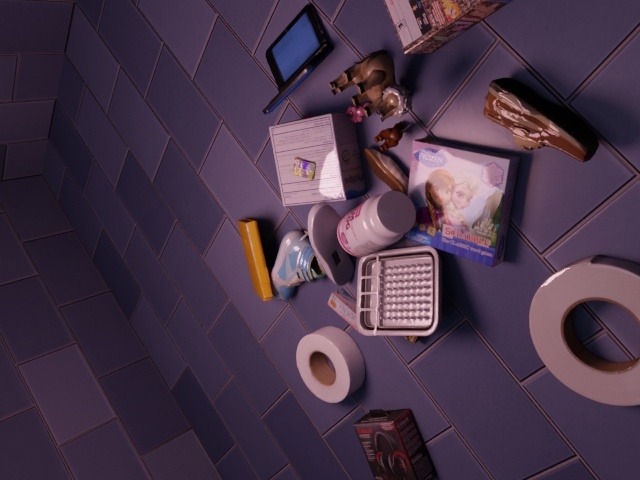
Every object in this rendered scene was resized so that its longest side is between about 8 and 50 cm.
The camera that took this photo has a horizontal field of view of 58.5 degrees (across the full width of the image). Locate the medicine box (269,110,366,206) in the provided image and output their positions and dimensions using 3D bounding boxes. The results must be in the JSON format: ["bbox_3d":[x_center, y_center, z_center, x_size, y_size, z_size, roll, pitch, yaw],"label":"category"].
[{"bbox_3d":[-0.009,-0.275,1.950,0.263,0.149,0.289,-3,103,35],"label":"medicine box"}]

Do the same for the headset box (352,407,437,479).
[{"bbox_3d":[0.263,0.753,2.098,0.218,0.110,0.293,-24,87,47],"label":"headset box"}]

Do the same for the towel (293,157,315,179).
[{"bbox_3d":[-0.056,-0.237,1.894,0.083,0.009,0.060,21,114,28],"label":"towel"}]

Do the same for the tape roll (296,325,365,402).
[{"bbox_3d":[0.036,0.483,2.234,0.286,0.100,0.286,17,116,39],"label":"tape roll"}]

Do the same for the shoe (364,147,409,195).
[{"bbox_3d":[0.220,-0.225,1.844,0.219,0.058,0.076,52,164,24],"label":"shoe"}]

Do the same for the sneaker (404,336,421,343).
[{"bbox_3d":[0.315,0.259,1.904,0.084,0.069,0.185,33,124,26],"label":"sneaker"}]

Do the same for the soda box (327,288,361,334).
[{"bbox_3d":[0.114,0.260,2.106,0.183,0.063,0.058,40,128,27],"label":"soda box"}]

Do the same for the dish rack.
[{"bbox_3d":[0.264,0.171,1.870,0.333,0.072,0.285,-9,73,46],"label":"dish rack"}]

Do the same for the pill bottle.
[{"bbox_3d":[0.175,-0.052,1.810,0.160,0.160,0.283,66,155,4],"label":"pill bottle"}]

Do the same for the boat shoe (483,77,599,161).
[{"bbox_3d":[0.550,-0.293,1.457,0.324,0.122,0.120,48,138,32],"label":"boat shoe"}]

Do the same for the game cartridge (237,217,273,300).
[{"bbox_3d":[-0.265,0.072,2.332,0.285,0.052,0.324,-162,58,-74],"label":"game cartridge"}]

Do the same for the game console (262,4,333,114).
[{"bbox_3d":[-0.116,-0.615,1.955,0.173,0.250,0.293,45,137,-12],"label":"game console"}]

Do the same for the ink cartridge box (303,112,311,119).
[{"bbox_3d":[-0.064,-0.350,2.081,0.145,0.045,0.179,57,137,13],"label":"ink cartridge box"}]

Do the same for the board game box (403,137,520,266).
[{"bbox_3d":[0.403,-0.119,1.686,0.318,0.066,0.318,20,117,39],"label":"board game box"}]

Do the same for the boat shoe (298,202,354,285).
[{"bbox_3d":[0.007,-0.004,2.018,0.156,0.136,0.367,33,157,42],"label":"boat shoe"}]

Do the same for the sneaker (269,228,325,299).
[{"bbox_3d":[-0.080,0.139,2.210,0.208,0.127,0.319,36,127,32],"label":"sneaker"}]

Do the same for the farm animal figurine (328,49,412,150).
[{"bbox_3d":[0.172,-0.456,1.713,0.330,0.172,0.327,53,175,17],"label":"farm animal figurine"}]

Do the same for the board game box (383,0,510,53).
[{"bbox_3d":[0.326,-0.671,1.513,0.291,0.141,0.232,-22,88,46],"label":"board game box"}]

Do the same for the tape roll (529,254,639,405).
[{"bbox_3d":[0.740,0.234,1.478,0.392,0.072,0.392,18,117,40],"label":"tape roll"}]
